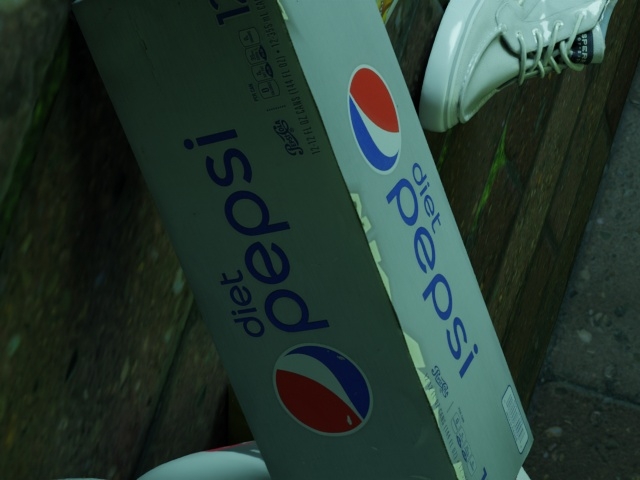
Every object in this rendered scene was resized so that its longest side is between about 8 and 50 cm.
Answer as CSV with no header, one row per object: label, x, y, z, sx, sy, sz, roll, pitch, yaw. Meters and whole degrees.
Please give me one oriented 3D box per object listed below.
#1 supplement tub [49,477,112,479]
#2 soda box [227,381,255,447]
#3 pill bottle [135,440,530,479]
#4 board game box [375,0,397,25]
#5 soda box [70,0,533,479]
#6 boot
supplement tub,-0.123,0.251,0.487,0.316,0.228,0.228,-48,151,-56
soda box,-0.026,0.150,1.008,0.058,0.061,0.181,-54,156,-47
pill bottle,-0.017,0.195,0.807,0.318,0.176,0.176,-2,109,-56
board game box,0.030,-0.227,0.825,0.193,0.053,0.305,81,30,-56
soda box,0.000,0.000,0.666,0.091,0.098,0.286,-49,122,-55
boot,0.177,-0.172,1.242,0.095,0.123,0.258,89,24,-47
